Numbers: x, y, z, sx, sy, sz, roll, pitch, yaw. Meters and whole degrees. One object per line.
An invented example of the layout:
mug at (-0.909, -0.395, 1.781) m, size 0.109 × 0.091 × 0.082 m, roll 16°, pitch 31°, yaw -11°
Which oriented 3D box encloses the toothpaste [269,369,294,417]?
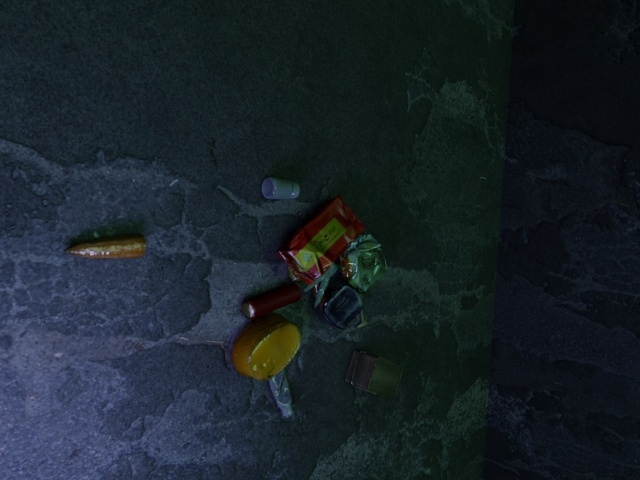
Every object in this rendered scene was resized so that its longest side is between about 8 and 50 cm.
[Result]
toothpaste at (-0.160, 0.554, 1.787) m, size 0.096 × 0.061 × 0.266 m, roll -22°, pitch 102°, yaw -41°

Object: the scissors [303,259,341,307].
scissors at (0.037, 0.115, 1.907) m, size 0.383 × 0.029 × 0.256 m, roll -52°, pitch 128°, yaw -44°

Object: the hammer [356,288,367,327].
hammer at (0.179, 0.310, 2.131) m, size 0.060 × 0.028 × 0.195 m, roll -16°, pitch 102°, yaw -37°

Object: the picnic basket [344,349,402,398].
picnic basket at (0.253, 0.630, 2.153) m, size 0.266 × 0.139 × 0.165 m, roll 35°, pitch 69°, yaw -43°

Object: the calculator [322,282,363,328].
calculator at (0.095, 0.276, 1.933) m, size 0.177 × 0.040 × 0.268 m, roll -45°, pitch 139°, yaw -8°

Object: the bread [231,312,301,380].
bread at (-0.196, 0.381, 1.659) m, size 0.269 × 0.142 × 0.195 m, roll -35°, pitch 121°, yaw -36°

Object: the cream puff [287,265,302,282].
cream puff at (-0.090, 0.123, 1.803) m, size 0.083 × 0.058 × 0.083 m, roll 32°, pitch 69°, yaw -42°

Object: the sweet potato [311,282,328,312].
sweet potato at (0.014, 0.258, 1.928) m, size 0.255 × 0.058 × 0.078 m, roll 60°, pitch 33°, yaw -36°

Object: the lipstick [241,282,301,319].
lipstick at (-0.178, 0.224, 1.708) m, size 0.241 × 0.080 × 0.080 m, roll -17°, pitch 106°, yaw -44°

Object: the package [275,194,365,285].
package at (0.001, -0.001, 1.797) m, size 0.196 × 0.123 × 0.423 m, roll 49°, pitch 52°, yaw -7°

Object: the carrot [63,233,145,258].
carrot at (-0.596, 0.019, 1.271) m, size 0.205 × 0.072 × 0.072 m, roll -3°, pitch 96°, yaw -39°

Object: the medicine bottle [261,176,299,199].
medicine bottle at (-0.146, -0.190, 1.698) m, size 0.130 × 0.080 × 0.080 m, roll 0°, pitch 94°, yaw -47°

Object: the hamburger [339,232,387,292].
hamburger at (0.202, 0.102, 1.998) m, size 0.276 × 0.150 × 0.260 m, roll 16°, pitch 79°, yaw -58°
